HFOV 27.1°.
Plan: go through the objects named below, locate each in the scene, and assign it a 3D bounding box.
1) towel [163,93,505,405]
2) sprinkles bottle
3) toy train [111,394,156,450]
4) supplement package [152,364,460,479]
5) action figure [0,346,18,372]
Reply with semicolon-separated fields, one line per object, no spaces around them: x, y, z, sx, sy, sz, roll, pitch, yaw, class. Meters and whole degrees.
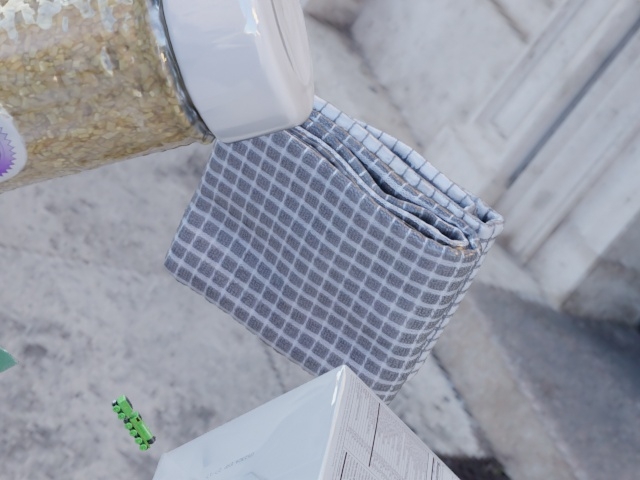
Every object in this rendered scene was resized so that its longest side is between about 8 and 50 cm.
0.000;0.000;1.252;0.283;0.235;0.121;34;43;12;towel
-0.186;-0.083;0.737;0.121;0.355;0.121;-13;90;-78;sprinkles bottle
-0.225;0.221;1.607;0.083;0.023;0.017;61;-1;-29;toy train
-0.002;0.238;0.985;0.203;0.194;0.149;46;33;-23;supplement package
-0.257;0.002;0.576;0.137;0.063;0.232;6;-13;43;action figure
